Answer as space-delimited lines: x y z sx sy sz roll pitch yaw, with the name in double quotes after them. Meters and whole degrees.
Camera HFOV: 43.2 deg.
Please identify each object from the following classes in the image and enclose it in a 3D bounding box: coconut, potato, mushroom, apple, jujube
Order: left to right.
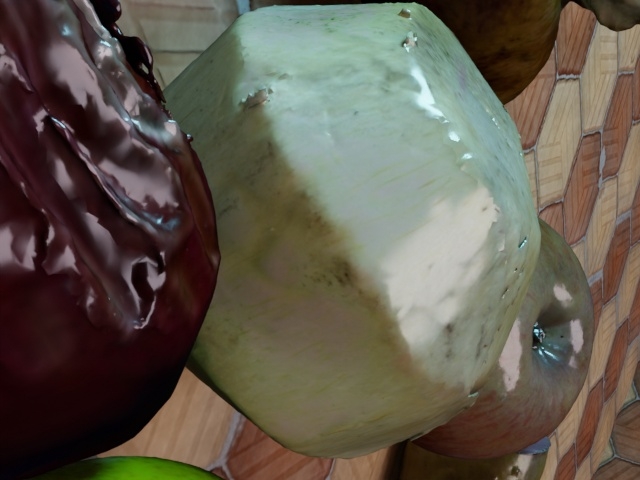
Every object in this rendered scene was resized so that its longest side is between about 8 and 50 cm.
-0.200 -0.039 0.391 0.258 0.258 0.376 -51 134 -34 "jujube"
0.000 0.000 0.643 0.352 0.352 0.352 -28 124 -51 "coconut"
0.210 0.398 1.233 0.229 0.229 0.266 2 105 -58 "potato"
0.207 0.110 1.044 0.345 0.269 0.345 -26 123 -50 "apple"
0.160 -0.273 0.764 0.345 0.260 0.345 -10 90 -87 "mushroom"

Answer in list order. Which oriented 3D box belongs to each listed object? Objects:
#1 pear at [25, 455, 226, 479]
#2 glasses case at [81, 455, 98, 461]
-0.143 0.244 0.500 0.318 0.342 0.238 -11 69 -47 "pear"
-0.206 0.251 0.656 0.074 0.049 0.193 -26 123 -48 "glasses case"
